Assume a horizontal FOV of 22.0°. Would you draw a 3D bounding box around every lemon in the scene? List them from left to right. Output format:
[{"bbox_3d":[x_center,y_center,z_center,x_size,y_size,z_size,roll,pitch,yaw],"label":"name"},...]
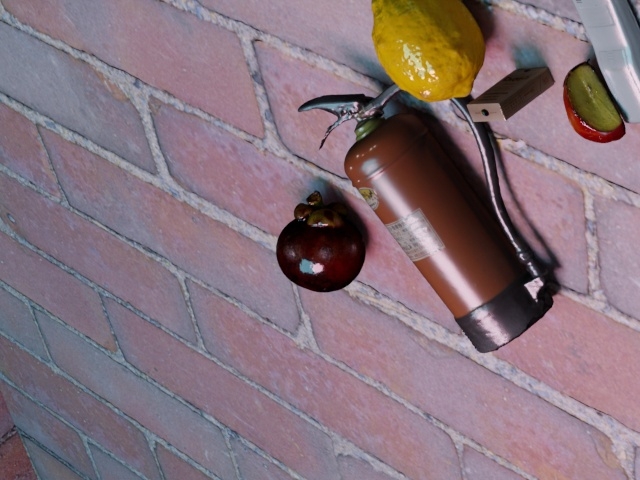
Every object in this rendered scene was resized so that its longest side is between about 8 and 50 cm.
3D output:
[{"bbox_3d":[0.114,-0.220,1.794,0.155,0.114,0.114,53,153,7],"label":"lemon"}]

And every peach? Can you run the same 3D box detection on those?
[{"bbox_3d":[0.277,-0.139,1.698,0.077,0.050,0.083,-113,-2,-52],"label":"peach"}]

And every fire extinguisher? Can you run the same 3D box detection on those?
[{"bbox_3d":[0.152,-0.059,1.975,0.200,0.113,0.376,-36,96,20],"label":"fire extinguisher"}]

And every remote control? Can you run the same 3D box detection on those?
[{"bbox_3d":[0.299,-0.189,1.651,0.061,0.029,0.162,1,126,53],"label":"remote control"}]

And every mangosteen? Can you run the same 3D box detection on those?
[{"bbox_3d":[0.000,0.000,2.232,0.140,0.140,0.140,35,149,26],"label":"mangosteen"}]

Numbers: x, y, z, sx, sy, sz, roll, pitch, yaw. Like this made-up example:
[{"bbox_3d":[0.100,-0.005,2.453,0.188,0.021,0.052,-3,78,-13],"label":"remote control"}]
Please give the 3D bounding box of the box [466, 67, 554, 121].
[{"bbox_3d":[0.204,-0.157,1.769,0.053,0.083,0.024,5,123,55],"label":"box"}]
